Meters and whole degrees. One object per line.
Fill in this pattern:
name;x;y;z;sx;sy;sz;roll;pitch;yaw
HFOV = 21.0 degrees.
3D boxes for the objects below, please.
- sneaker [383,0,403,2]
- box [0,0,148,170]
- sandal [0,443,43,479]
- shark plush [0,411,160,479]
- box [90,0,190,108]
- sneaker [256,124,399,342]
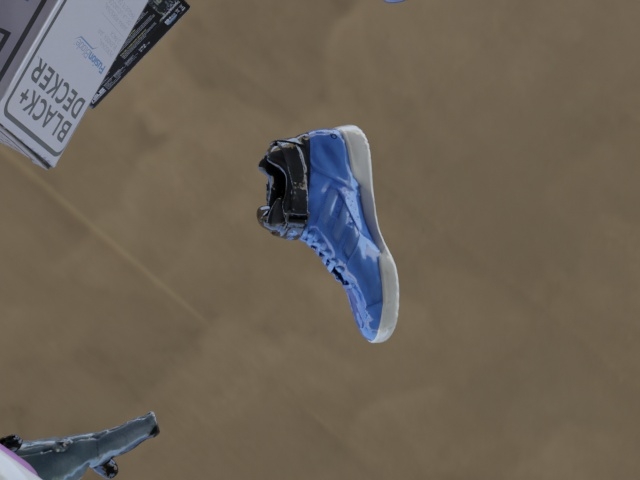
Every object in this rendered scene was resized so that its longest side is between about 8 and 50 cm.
sneaker;0.095;-0.261;1.476;0.144;0.059;0.053;-48;-147;-17
box;-0.139;-0.202;0.839;0.169;0.087;0.290;28;-97;15
sandal;-0.241;-0.037;0.462;0.416;0.169;0.102;34;-108;-12
shark plush;-0.167;0.129;0.933;0.161;0.067;0.073;-5;-125;2
box;-0.123;-0.123;0.974;0.083;0.067;0.018;-46;-130;4
sneaker;0.000;0.000;1.179;0.084;0.058;0.152;-10;-91;-22
